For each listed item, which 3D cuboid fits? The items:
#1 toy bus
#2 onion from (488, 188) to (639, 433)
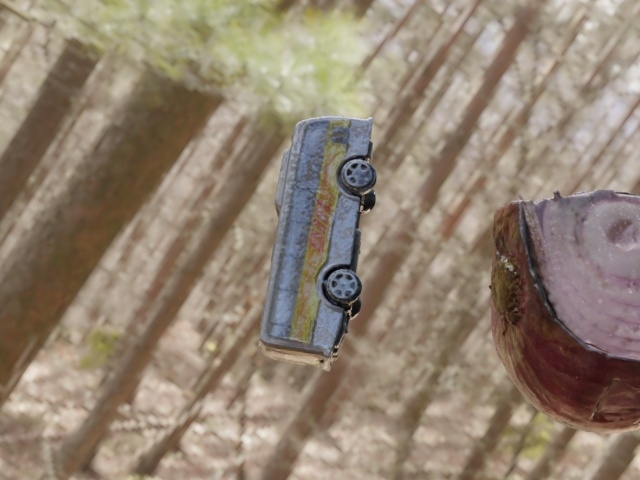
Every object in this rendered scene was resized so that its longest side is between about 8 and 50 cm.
[{"bbox_3d":[0.000,0.000,1.130,0.075,0.190,0.064,6,-16,4],"label":"toy bus"},{"bbox_3d":[0.281,0.074,1.509,0.272,0.256,0.230,22,-31,-1],"label":"onion"}]
